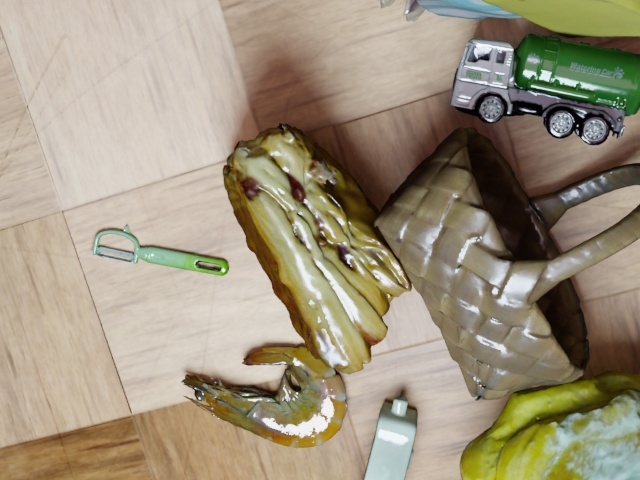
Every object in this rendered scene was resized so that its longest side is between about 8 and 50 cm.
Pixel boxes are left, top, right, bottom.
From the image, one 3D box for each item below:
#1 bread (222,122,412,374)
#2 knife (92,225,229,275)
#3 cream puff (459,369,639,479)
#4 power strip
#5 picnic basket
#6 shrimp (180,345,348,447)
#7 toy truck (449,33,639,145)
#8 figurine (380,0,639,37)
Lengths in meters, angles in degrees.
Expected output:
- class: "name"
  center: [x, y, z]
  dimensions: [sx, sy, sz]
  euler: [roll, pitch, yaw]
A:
- class: "bread"
  center: [0.000, 0.000, 1.259]
  dimensions: [0.167, 0.277, 0.324]
  euler: [-27, 95, -9]
- class: "knife"
  center: [-0.235, 0.015, 1.416]
  dimensions: [0.212, 0.015, 0.054]
  euler: [11, 94, 9]
- class: "cream puff"
  center: [0.337, 0.338, 1.236]
  dimensions: [0.378, 0.275, 0.378]
  euler: [-1, 97, -10]
- class: "power strip"
  center: [0.077, 0.406, 1.388]
  dimensions: [0.062, 0.091, 0.385]
  euler: [14, 102, 6]
- class: "picnic basket"
  center: [0.276, -0.004, 1.166]
  dimensions: [0.337, 0.293, 0.337]
  euler: [5, 111, 15]
- class: "shrimp"
  center: [-0.082, 0.224, 1.403]
  dimensions: [0.249, 0.068, 0.150]
  euler: [6, 89, 5]
- class: "toy truck"
  center: [0.294, -0.199, 1.230]
  dimensions: [0.242, 0.101, 0.125]
  euler: [12, 104, 8]
- class: "figurine"
  center: [0.282, -0.445, 1.142]
  dimensions: [0.361, 0.266, 0.377]
  euler: [9, 91, 24]
